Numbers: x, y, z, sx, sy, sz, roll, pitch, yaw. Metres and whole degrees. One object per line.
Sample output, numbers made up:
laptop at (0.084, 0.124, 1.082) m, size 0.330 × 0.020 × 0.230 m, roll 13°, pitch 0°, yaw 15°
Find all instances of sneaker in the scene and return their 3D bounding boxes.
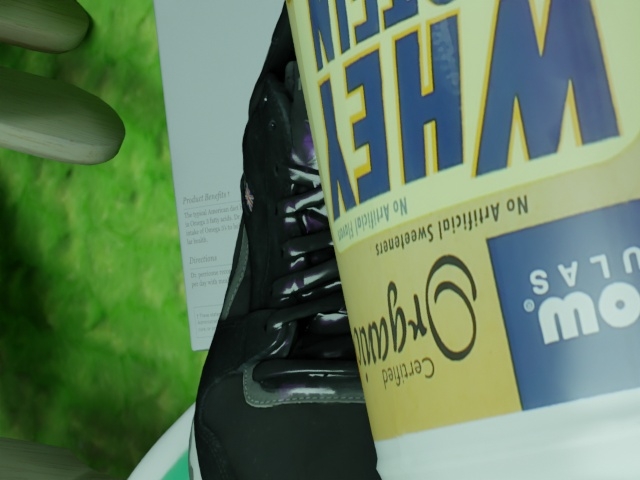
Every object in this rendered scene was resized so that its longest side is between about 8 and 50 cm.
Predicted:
sneaker at (0.000, 0.000, 0.658) m, size 0.124 × 0.107 × 0.283 m, roll 82°, pitch -173°, yaw -45°

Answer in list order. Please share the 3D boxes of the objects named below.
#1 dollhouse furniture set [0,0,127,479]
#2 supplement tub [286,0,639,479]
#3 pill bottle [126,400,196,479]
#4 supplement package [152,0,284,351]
dollhouse furniture set at (-0.186, 0.091, 1.006) m, size 0.362 × 0.256 × 0.394 m, roll -63°, pitch 28°, yaw 25°
supplement tub at (0.114, -0.025, 0.540) m, size 0.228 × 0.228 × 0.316 m, roll -18°, pitch 81°, yaw 42°
pill bottle at (0.084, 0.210, 0.692) m, size 0.361 × 0.204 × 0.204 m, roll 46°, pitch 122°, yaw 32°
supplement package at (-0.003, -0.042, 0.867) m, size 0.105 × 0.105 × 0.179 m, roll -7°, pitch 89°, yaw 44°
